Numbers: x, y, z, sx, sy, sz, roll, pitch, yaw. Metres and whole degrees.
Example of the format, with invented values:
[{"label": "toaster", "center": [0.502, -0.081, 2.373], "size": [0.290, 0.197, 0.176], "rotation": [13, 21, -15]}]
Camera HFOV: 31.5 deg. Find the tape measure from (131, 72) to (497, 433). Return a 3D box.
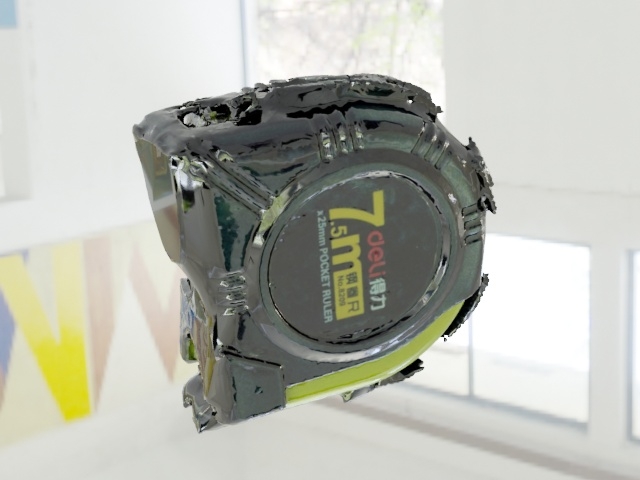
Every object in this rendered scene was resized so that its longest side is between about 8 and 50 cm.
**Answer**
[{"label": "tape measure", "center": [0.000, 0.000, 0.642], "size": [0.186, 0.199, 0.112], "rotation": [-12, -151, -14]}]
